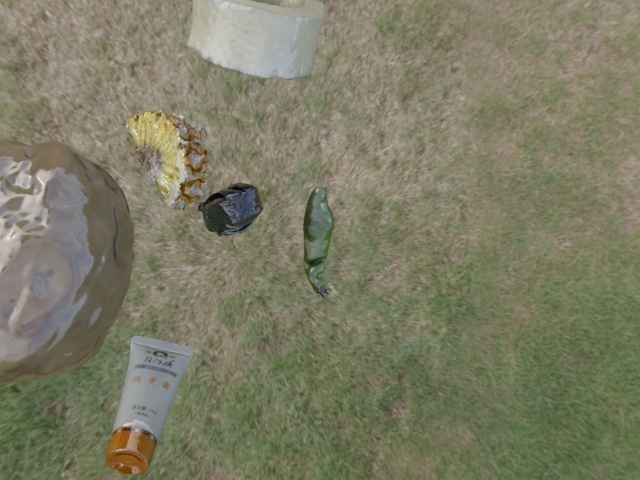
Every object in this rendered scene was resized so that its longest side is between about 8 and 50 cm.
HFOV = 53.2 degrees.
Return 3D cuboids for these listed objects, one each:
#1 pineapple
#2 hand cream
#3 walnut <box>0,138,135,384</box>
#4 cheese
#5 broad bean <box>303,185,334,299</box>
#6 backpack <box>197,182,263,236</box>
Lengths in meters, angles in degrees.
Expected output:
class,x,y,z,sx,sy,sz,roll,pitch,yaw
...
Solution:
class,x,y,z,sx,sy,sz,roll,pitch,yaw
pineapple,-0.278,-0.181,1.233,0.135,0.079,0.233,-42,68,25
hand cream,-0.354,0.329,1.329,0.139,0.314,0.089,13,126,-11
walnut,-0.322,0.023,0.665,0.273,0.227,0.273,2,73,-7
cheese,-0.141,-0.501,1.480,0.292,0.332,0.153,16,119,3
broad bean,-0.005,0.001,1.093,0.046,0.061,0.195,-10,106,-34
backpack,-0.187,-0.065,1.378,0.120,0.165,0.106,-27,102,-20
